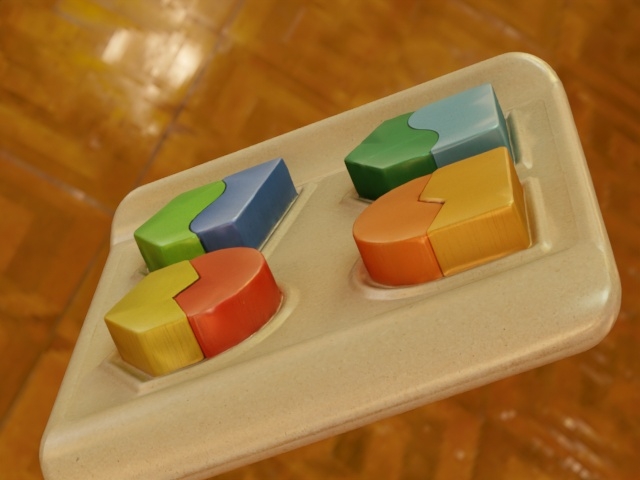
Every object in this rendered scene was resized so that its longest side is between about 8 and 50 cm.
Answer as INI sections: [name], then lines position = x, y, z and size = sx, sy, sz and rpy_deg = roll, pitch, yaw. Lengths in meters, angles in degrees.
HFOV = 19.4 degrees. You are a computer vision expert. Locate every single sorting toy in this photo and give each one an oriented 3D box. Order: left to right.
[sorting toy]
position = 0.000, 0.000, 0.660
size = 0.208, 0.193, 0.038
rpy_deg = -90, 158, -64
